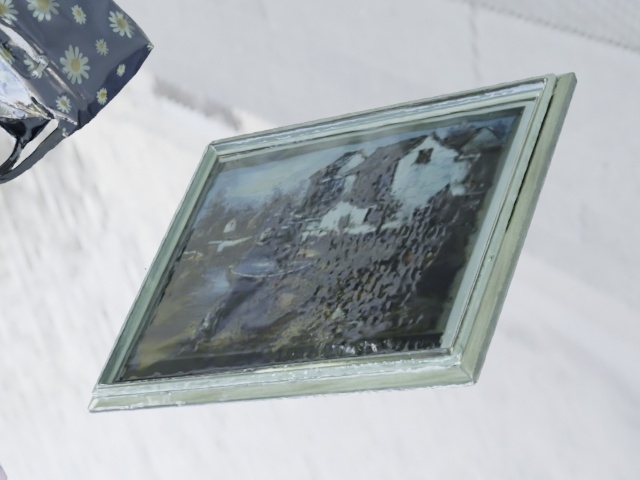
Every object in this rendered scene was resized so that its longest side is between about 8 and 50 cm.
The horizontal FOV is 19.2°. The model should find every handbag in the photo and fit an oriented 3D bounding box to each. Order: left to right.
[{"bbox_3d":[-0.163,-0.086,0.995,0.072,0.139,0.115,-11,136,38],"label":"handbag"}]

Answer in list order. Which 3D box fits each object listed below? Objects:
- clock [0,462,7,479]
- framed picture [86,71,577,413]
[{"bbox_3d":[-0.272,0.367,1.536,0.275,0.290,0.080,44,170,-10],"label":"clock"},{"bbox_3d":[0.000,0.000,1.154,0.296,0.232,0.019,-9,136,37],"label":"framed picture"}]
